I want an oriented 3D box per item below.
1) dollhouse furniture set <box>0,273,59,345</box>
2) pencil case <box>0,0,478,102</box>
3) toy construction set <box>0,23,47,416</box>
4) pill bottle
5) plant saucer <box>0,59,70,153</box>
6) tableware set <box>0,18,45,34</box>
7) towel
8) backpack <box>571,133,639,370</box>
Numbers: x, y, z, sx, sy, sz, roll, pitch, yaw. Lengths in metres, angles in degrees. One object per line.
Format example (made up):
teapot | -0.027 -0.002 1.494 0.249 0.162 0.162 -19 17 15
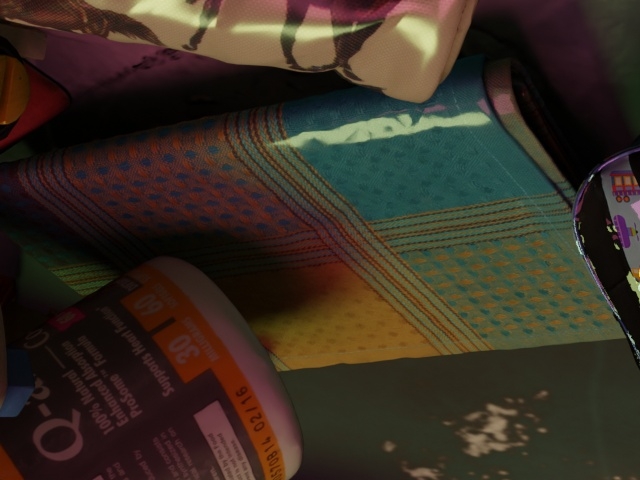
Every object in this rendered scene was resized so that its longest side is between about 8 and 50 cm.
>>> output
dollhouse furniture set | -0.207 0.231 1.167 0.201 0.374 0.152 25 156 1
pencil case | -0.109 -0.184 0.791 0.410 0.160 0.183 13 131 2
toy construction set | -0.282 -0.048 0.906 0.308 0.237 0.257 7 -169 -30
pill bottle | -0.161 0.142 1.038 0.162 0.278 0.162 48 159 26
plant saucer | -0.329 -0.093 1.084 0.259 0.048 0.258 37 138 -27
tableware set | -0.241 -0.149 0.947 0.128 0.039 0.194 -34 124 19
towel | 0.000 0.000 1.082 0.370 0.040 0.271 -8 145 29
backpack | 0.223 -0.004 0.955 0.158 0.117 0.173 -17 119 32
